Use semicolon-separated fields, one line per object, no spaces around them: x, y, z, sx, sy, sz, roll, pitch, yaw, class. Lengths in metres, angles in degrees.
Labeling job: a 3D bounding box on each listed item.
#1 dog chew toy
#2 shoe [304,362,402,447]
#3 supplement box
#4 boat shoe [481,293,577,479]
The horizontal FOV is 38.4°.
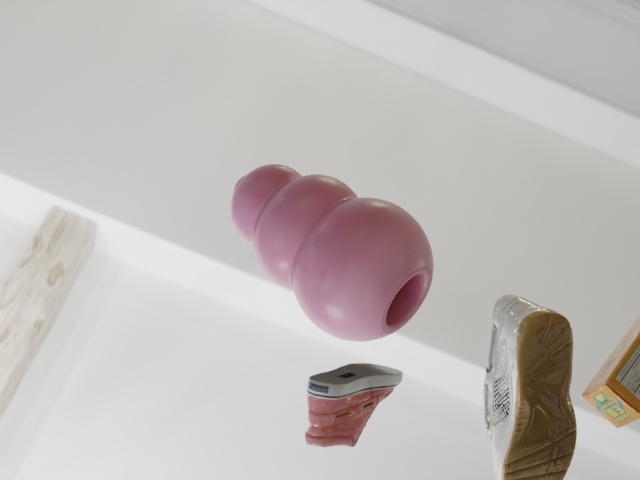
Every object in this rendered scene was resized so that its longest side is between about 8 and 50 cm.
0.000;0.000;1.337;0.332;0.206;0.207;35;-130;29;dog chew toy
0.039;0.201;1.127;0.064;0.081;0.178;10;-174;33;shoe
0.491;0.170;1.380;0.080;0.078;0.233;44;-117;8;supplement box
0.236;0.189;1.081;0.098;0.277;0.096;-10;-155;-21;boat shoe
